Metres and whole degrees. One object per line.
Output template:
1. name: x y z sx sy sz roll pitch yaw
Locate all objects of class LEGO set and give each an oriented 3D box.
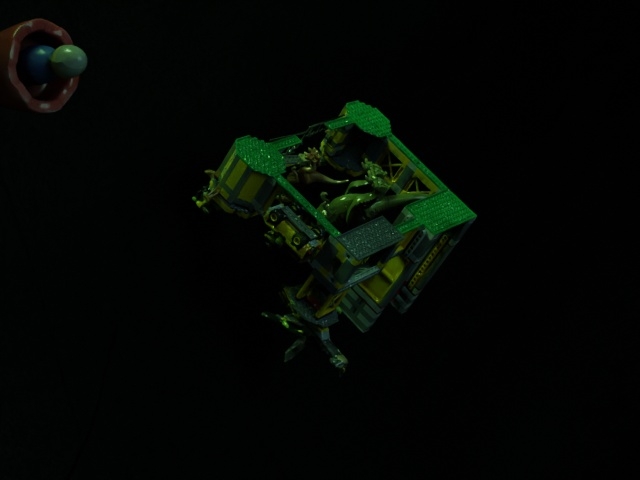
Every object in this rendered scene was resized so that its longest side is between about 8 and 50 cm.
1. LEGO set: 0.000 0.000 1.939 0.255 0.192 0.331 40 33 9

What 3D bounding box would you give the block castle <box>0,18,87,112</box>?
1. block castle: -0.338 -0.349 1.496 0.303 0.213 0.453 8 84 -53
